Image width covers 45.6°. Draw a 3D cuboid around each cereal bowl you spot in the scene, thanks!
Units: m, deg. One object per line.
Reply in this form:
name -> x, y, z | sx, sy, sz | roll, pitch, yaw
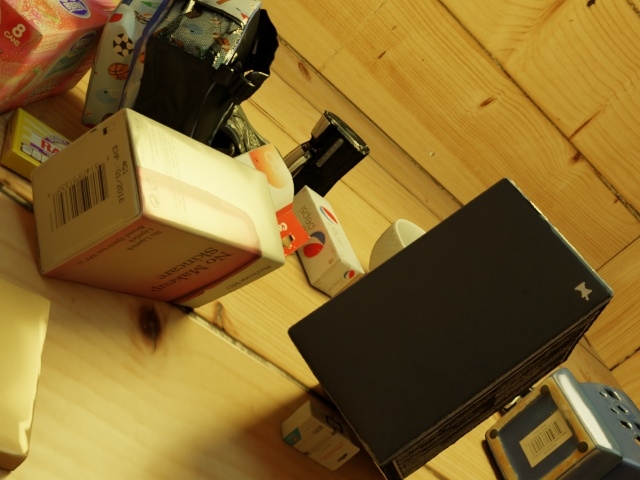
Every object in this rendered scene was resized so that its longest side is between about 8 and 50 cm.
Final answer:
cereal bowl -> 0.212, 0.124, 1.471 | 0.339, 0.141, 0.339 | 42, 17, -16

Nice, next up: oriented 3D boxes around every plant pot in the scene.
plant pot -> 0.436, 0.374, 1.303 | 0.212, 0.236, 0.236 | 31, 23, -28

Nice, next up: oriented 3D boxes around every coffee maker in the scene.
coffee maker -> 0.014, -0.146, 1.544 | 0.171, 0.178, 0.120 | 41, 19, -19

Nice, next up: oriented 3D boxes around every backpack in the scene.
backpack -> -0.186, -0.228, 1.028 | 0.213, 0.276, 0.263 | 33, 44, -7

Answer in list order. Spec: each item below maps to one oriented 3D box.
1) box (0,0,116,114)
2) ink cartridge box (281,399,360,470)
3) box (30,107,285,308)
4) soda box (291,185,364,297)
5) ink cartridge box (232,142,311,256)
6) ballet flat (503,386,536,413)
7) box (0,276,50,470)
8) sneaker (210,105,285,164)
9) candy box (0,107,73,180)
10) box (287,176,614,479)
box -> -0.376, -0.266, 0.942 | 0.154, 0.142, 0.300 | 45, 17, -10
ink cartridge box -> 0.001, 0.228, 0.886 | 0.083, 0.048, 0.028 | 40, 18, -25
box -> -0.171, -0.022, 0.831 | 0.232, 0.149, 0.126 | 22, 47, -54
soda box -> 0.000, 0.000, 1.358 | 0.069, 0.074, 0.216 | 34, 21, -37
ink cartridge box -> -0.082, -0.063, 1.249 | 0.179, 0.045, 0.145 | 56, 32, -1
ballet flat -> 0.399, 0.331, 1.561 | 0.280, 0.095, 0.096 | 35, 27, -2
box -> -0.298, 0.066, 0.556 | 0.201, 0.021, 0.164 | 35, 27, -35
sneaker -> -0.142, -0.149, 1.355 | 0.227, 0.087, 0.130 | 54, 32, -36
candy box -> -0.285, -0.073, 0.923 | 0.206, 0.027, 0.105 | 35, 18, -35
box -> 0.147, 0.121, 0.898 | 0.182, 0.296, 0.294 | 53, -7, 21
